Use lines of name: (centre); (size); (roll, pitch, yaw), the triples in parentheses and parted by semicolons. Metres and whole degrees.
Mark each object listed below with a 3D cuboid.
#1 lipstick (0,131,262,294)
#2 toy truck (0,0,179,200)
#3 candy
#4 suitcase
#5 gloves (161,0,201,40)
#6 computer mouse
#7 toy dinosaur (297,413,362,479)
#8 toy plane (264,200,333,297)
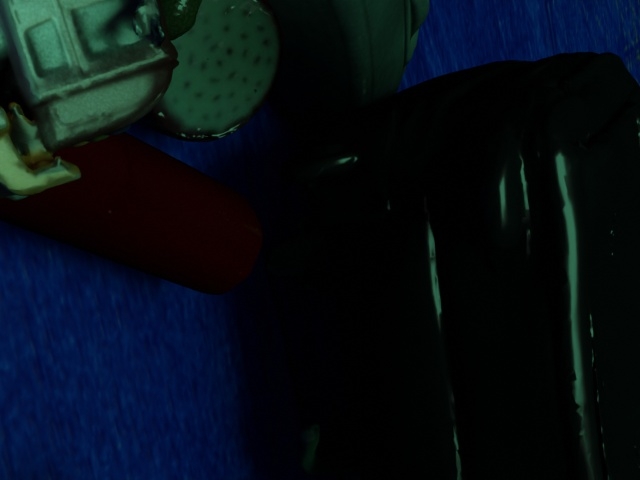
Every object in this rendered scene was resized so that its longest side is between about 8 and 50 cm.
lipstick: (-0.130, -0.034, 0.768); (0.279, 0.073, 0.073); (27, 67, -57)
toy truck: (-0.185, -0.058, 0.558); (0.270, 0.114, 0.135); (-23, 100, -34)
candy: (-0.069, -0.107, 0.862); (0.103, 0.043, 0.103); (-18, 121, -32)
suitcase: (0.135, 0.057, 0.998); (0.339, 0.188, 0.345); (-29, 111, -63)
gloves: (-0.110, -0.194, 0.755); (0.135, 0.107, 0.268); (16, 68, -32)
computer mouse: (0.000, -0.204, 0.947); (0.371, 0.122, 0.188); (57, 45, -48)
toy dinosaur: (0.044, 0.172, 1.060); (0.292, 0.079, 0.120); (-2, 87, -62)
toy plane: (0.000, 0.000, 1.016); (0.111, 0.040, 0.102); (-41, 135, -54)
